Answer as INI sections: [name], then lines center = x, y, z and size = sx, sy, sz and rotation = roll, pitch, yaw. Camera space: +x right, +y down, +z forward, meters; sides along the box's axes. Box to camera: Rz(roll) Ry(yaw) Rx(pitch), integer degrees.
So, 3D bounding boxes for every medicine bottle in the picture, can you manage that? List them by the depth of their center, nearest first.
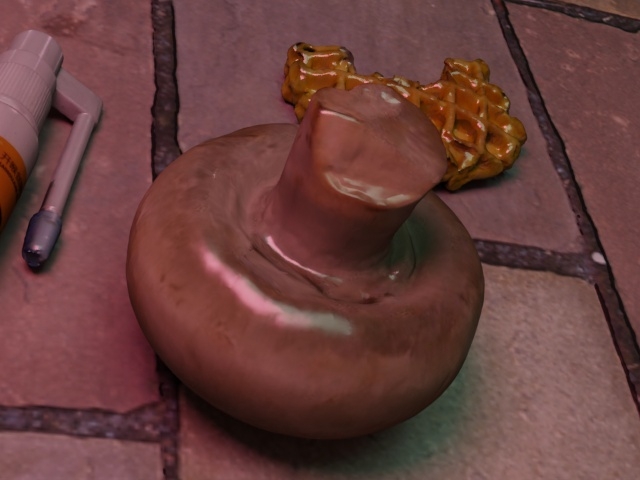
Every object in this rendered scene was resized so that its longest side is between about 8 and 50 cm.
[medicine bottle]
center = -0.191, -0.044, 0.681
size = 0.092, 0.061, 0.221
rotation = 38, 37, -24

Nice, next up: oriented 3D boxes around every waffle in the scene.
[waffle]
center = 0.070, -0.104, 0.866
size = 0.194, 0.051, 0.149
rotation = -9, 54, -32

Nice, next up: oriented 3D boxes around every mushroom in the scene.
[mushroom]
center = 0.000, 0.000, 0.620
size = 0.204, 0.204, 0.204
rotation = 14, 44, -13
